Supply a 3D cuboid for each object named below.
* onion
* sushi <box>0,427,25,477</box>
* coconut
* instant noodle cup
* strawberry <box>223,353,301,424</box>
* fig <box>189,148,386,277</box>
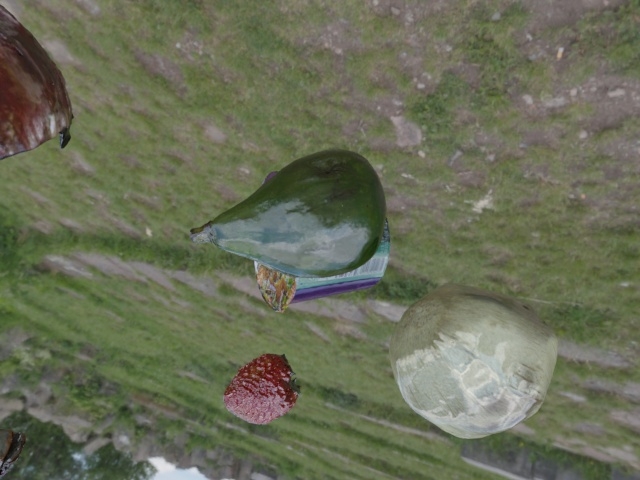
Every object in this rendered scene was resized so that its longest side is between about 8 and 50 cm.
[{"bbox_3d":[-0.460,-0.208,0.533,0.314,0.280,0.146,26,121,-12],"label":"onion"},{"bbox_3d":[-0.710,0.452,0.838,0.124,0.332,0.130,21,144,37],"label":"sushi"},{"bbox_3d":[0.213,0.162,0.640,0.224,0.224,0.224,17,158,7],"label":"coconut"},{"bbox_3d":[0.000,0.000,0.875,0.190,0.251,0.251,-1,168,-26],"label":"instant noodle cup"},{"bbox_3d":[-0.118,0.305,0.963,0.131,0.148,0.131,59,167,21],"label":"strawberry"},{"bbox_3d":[-0.020,-0.013,0.414,0.178,0.117,0.117,-18,-176,-36],"label":"fig"}]
